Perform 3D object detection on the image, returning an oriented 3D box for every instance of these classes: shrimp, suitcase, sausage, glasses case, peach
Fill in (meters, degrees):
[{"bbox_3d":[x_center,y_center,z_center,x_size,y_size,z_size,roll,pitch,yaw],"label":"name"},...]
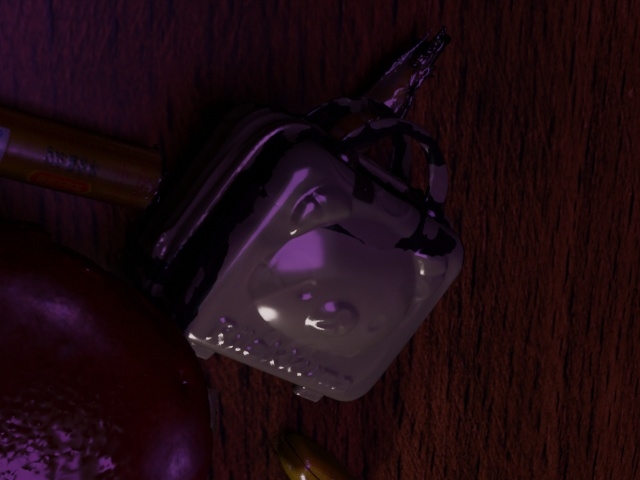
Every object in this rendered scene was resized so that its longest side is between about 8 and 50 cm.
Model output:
[{"bbox_3d":[0.105,-0.133,1.315,0.262,0.051,0.198,-53,136,2],"label":"shrimp"},{"bbox_3d":[0.000,0.000,1.173,0.351,0.194,0.339,29,102,-43],"label":"suitcase"},{"bbox_3d":[-0.322,-0.100,1.005,0.372,0.082,0.082,14,101,-38],"label":"sausage"},{"bbox_3d":[0.016,0.345,1.440,0.064,0.079,0.234,-42,129,-4],"label":"glasses case"},{"bbox_3d":[-0.320,0.155,0.966,0.417,0.339,0.353,13,70,-35],"label":"peach"}]

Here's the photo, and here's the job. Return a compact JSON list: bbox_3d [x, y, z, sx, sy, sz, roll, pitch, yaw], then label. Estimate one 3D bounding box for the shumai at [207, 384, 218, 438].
[{"bbox_3d":[-0.181,0.253,1.222,0.201,0.120,0.201,-23,128,-33],"label":"shumai"}]
